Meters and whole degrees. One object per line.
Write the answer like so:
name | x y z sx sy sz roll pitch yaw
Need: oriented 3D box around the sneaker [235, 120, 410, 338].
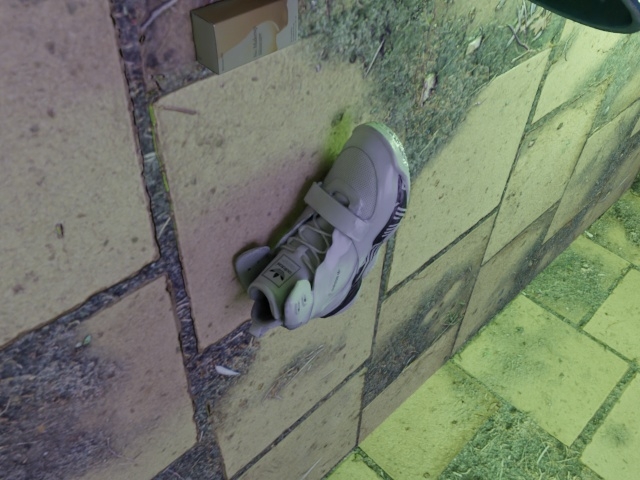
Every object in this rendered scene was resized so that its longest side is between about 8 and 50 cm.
sneaker | 0.000 0.000 0.892 0.210 0.137 0.366 -22 142 -46

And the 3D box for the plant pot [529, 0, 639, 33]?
plant pot | 0.262 -0.436 0.565 0.341 0.341 0.334 1 126 -55

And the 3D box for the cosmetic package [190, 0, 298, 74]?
cosmetic package | -0.079 -0.230 0.634 0.115 0.041 0.060 -35 146 -29
